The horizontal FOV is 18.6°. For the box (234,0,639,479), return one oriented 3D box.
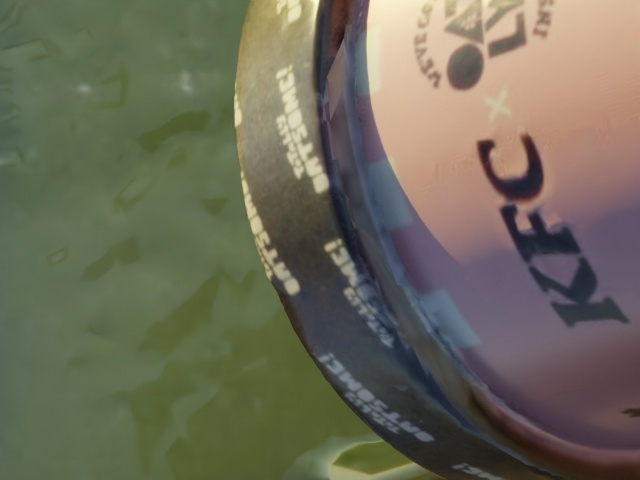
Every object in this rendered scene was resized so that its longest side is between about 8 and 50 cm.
[{"bbox_3d":[0.082,-0.029,0.391,0.135,0.151,0.151,-17,88,49],"label":"box"}]

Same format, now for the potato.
[{"bbox_3d":[0.000,0.000,0.760,0.280,0.213,0.330,-5,77,0],"label":"potato"}]
